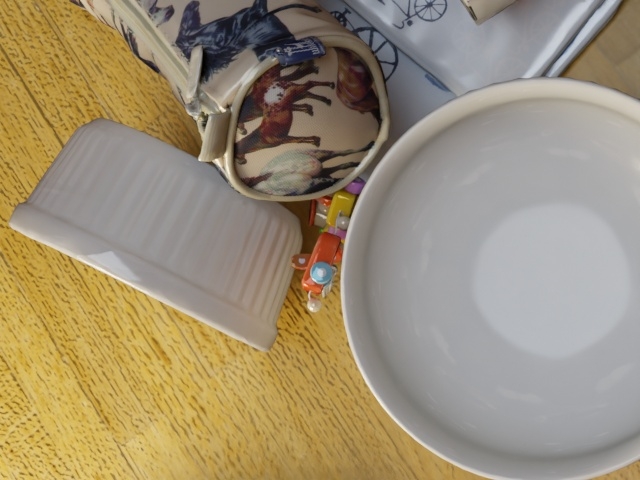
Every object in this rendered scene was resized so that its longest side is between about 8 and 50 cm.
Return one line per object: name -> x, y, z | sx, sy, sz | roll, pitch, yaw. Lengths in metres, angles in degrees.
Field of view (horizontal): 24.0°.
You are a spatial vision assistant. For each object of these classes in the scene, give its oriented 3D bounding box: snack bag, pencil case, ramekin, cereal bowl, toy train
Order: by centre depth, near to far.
cereal bowl -> 0.191, 0.032, 1.297 | 0.339, 0.141, 0.339 | 0, 91, 11
toy train -> 0.000, 0.000, 1.349 | 0.046, 0.166, 0.125 | 20, 87, 2
pencil case -> -0.112, -0.203, 1.360 | 0.410, 0.183, 0.160 | 47, 120, 40
ramekin -> -0.140, -0.010, 1.389 | 0.273, 0.273, 0.127 | 24, 85, 21
snack bag -> 0.060, -0.199, 1.426 | 0.323, 0.037, 0.342 | 43, 104, 17

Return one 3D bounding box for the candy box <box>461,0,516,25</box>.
candy box -> 0.148, -0.313, 1.287 | 0.165, 0.070, 0.196 | -34, 73, 8
